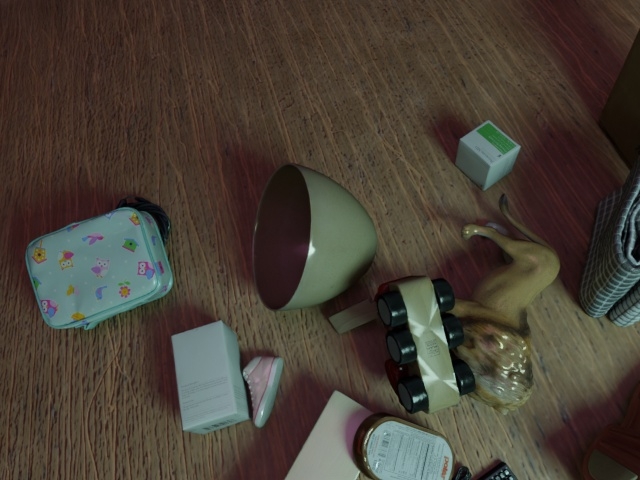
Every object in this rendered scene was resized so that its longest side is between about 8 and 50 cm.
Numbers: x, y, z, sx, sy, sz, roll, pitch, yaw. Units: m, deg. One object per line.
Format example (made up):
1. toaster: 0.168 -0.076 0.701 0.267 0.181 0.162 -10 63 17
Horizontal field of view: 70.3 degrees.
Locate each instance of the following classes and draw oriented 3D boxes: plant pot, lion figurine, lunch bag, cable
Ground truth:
1. plant pot: 0.000 0.000 0.913 0.190 0.284 0.284 5 57 -27
2. lion figurine: 0.341 0.097 0.844 0.240 0.142 0.392 28 77 36
3. lunch bag: -0.480 0.067 0.994 0.279 0.108 0.224 -20 89 2
4. cable: -0.447 -0.028 1.101 0.184 0.047 0.151 30 71 21

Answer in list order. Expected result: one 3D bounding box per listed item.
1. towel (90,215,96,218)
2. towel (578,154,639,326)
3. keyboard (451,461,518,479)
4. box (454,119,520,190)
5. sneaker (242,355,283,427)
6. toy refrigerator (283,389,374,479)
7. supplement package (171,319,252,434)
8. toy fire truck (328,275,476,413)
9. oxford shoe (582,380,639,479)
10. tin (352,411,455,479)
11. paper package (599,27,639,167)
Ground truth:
1. towel: -0.540 0.031 1.078 0.113 0.023 0.152 30 88 19
2. towel: 0.570 -0.012 0.821 0.121 0.235 0.284 17 66 24
3. keyboard: 0.250 0.441 0.754 0.180 0.023 0.108 -31 62 -8
4. box: 0.371 -0.190 1.019 0.087 0.102 0.101 -34 64 -7
5. sneaker: -0.122 0.287 0.881 0.070 0.051 0.135 7 61 14
6. toy refrigerator: 0.000 0.405 0.767 0.102 0.094 0.270 27 65 15
7. supplement package: -0.209 0.263 0.875 0.105 0.105 0.179 -18 62 1
8. toy fire truck: 0.130 0.181 0.829 0.158 0.246 0.217 -14 90 -14
9. oxford shoe: 0.591 0.311 0.729 0.396 0.140 0.147 -33 93 -13
10. tin: 0.142 0.356 0.751 0.189 0.040 0.106 25 73 -18
11. paper package: 0.730 -0.241 0.868 0.168 0.309 0.325 -18 60 4
